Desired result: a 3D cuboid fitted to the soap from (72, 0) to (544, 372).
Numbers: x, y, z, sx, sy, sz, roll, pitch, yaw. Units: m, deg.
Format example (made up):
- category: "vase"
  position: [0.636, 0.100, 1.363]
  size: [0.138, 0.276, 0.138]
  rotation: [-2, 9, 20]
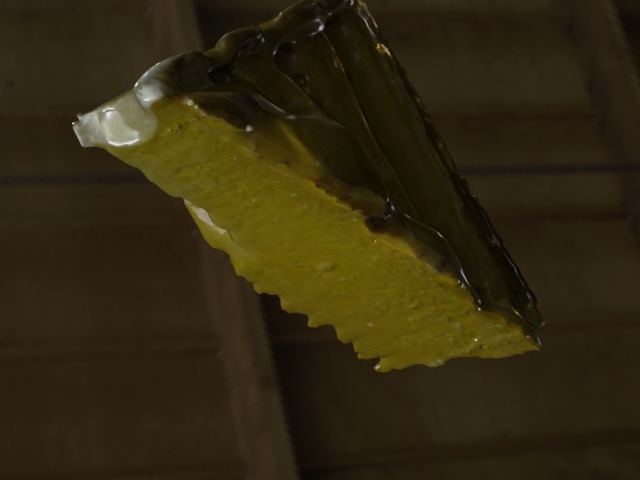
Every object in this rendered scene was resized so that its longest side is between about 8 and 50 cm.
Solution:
- category: "soap"
  position: [0.000, 0.000, 1.367]
  size: [0.339, 0.169, 0.304]
  rotation: [60, -145, -5]
